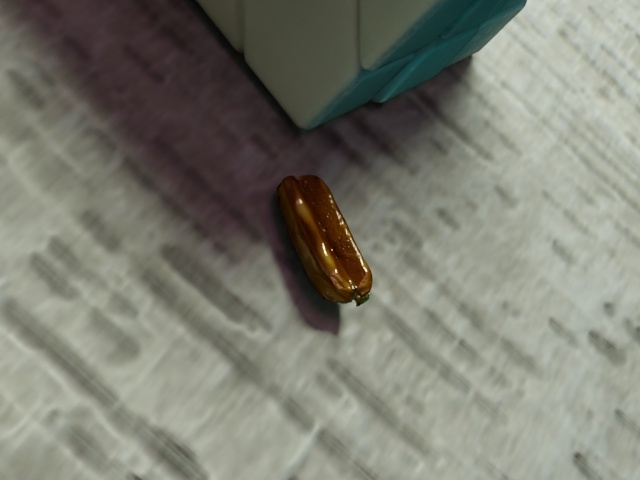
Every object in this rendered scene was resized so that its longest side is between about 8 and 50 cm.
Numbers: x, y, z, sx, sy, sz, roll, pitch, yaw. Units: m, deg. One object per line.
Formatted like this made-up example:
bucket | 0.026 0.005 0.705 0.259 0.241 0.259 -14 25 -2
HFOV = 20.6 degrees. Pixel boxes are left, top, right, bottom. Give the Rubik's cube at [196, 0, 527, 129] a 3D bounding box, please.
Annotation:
Rubik's cube | 0.059 -0.327 1.405 0.319 0.322 0.316 51 35 6

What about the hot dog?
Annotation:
hot dog | 0.000 0.000 1.270 0.049 0.037 0.122 -1 50 -31
